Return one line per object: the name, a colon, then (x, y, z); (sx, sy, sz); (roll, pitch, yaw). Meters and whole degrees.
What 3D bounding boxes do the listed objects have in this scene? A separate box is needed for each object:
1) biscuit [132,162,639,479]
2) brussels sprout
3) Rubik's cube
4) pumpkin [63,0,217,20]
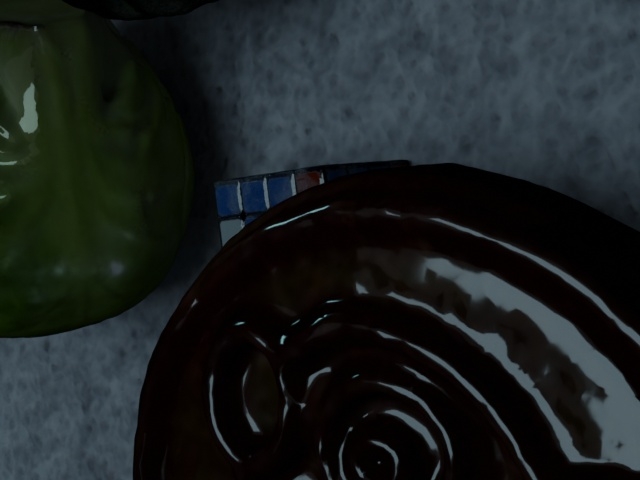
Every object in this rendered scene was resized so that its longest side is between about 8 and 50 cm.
biscuit: (0.056, 0.162, 0.741); (0.407, 0.091, 0.407); (5, 99, 34)
brussels sprout: (-0.200, -0.051, 0.963); (0.244, 0.244, 0.244); (6, 99, 38)
Rubik's cube: (0.000, 0.000, 0.873); (0.092, 0.092, 0.092); (-5, 93, 39)
pumpkin: (-0.107, -0.244, 0.864); (0.220, 0.162, 0.220); (-8, 59, 14)
